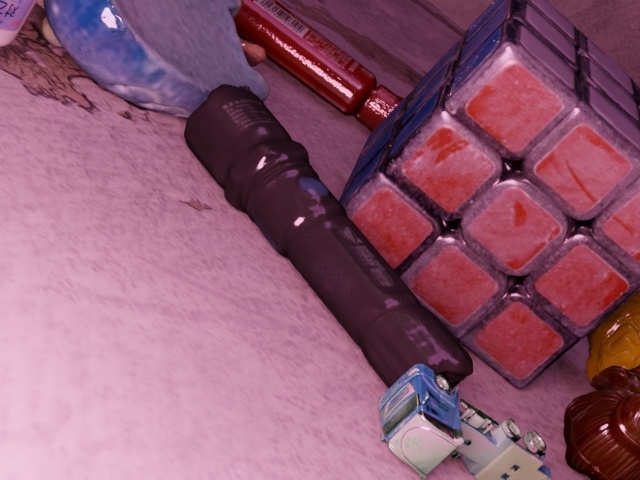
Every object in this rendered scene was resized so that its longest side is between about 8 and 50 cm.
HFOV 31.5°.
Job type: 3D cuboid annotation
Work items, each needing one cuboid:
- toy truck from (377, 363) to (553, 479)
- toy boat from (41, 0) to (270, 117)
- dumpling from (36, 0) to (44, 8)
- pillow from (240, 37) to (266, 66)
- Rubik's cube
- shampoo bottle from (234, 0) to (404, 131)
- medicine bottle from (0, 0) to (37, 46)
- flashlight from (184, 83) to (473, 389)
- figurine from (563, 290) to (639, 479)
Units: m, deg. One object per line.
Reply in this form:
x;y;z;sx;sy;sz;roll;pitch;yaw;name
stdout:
0.134;0.188;1.007;0.175;0.067;0.081;34;26;-17;toy truck
-0.196;-0.235;1.309;0.330;0.123;0.215;0;70;-61;toy boat
-0.335;-0.427;1.363;0.260;0.341;0.181;32;-21;-29;dumpling
-0.174;-0.284;1.511;0.211;0.034;0.135;27;-11;-25;pillow
0.232;-0.075;1.318;0.304;0.305;0.301;42;27;-8;Rubik's cube
-0.006;-0.276;1.761;0.314;0.076;0.118;36;19;-2;shampoo bottle
-0.307;-0.246;1.043;0.103;0.187;0.103;33;20;-14;medicine bottle
0.000;0.000;1.150;0.103;0.103;0.424;9;35;-52;flashlight
0.352;0.186;1.287;0.315;0.168;0.187;-32;98;-58;figurine
